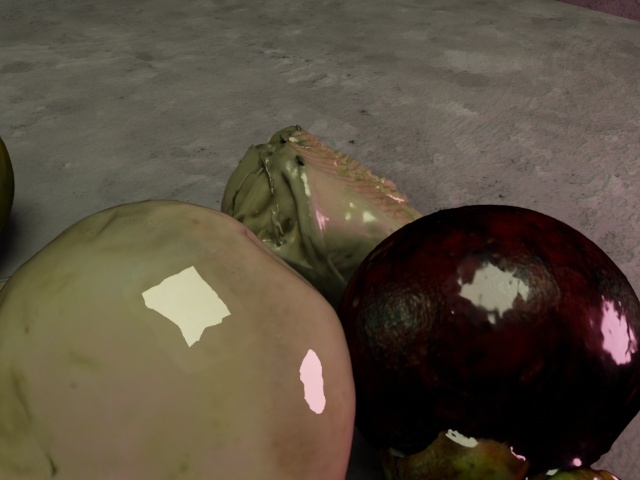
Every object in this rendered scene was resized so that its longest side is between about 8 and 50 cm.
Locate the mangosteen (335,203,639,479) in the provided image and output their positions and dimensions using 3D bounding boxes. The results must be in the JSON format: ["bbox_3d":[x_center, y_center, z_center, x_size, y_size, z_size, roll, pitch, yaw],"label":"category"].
[{"bbox_3d":[0.152,0.117,0.564,0.311,0.311,0.311,1,38,-1],"label":"mangosteen"}]

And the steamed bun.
[{"bbox_3d":[0.000,0.000,0.782,0.280,0.207,0.268,26,20,-20],"label":"steamed bun"}]

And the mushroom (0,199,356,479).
[{"bbox_3d":[-0.149,0.131,0.509,0.325,0.353,0.353,14,37,-9],"label":"mushroom"}]

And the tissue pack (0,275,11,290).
[{"bbox_3d":[-0.284,0.103,0.700,0.229,0.145,0.159,-11,7,-17],"label":"tissue pack"}]

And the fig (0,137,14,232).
[{"bbox_3d":[-0.545,-0.068,0.834,0.239,0.239,0.271,-26,76,-30],"label":"fig"}]
